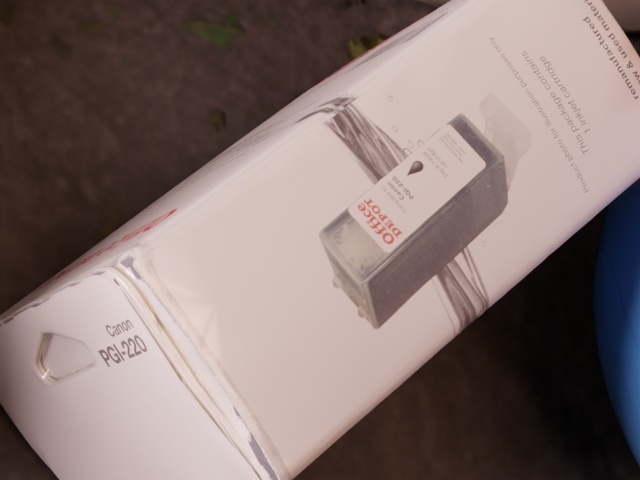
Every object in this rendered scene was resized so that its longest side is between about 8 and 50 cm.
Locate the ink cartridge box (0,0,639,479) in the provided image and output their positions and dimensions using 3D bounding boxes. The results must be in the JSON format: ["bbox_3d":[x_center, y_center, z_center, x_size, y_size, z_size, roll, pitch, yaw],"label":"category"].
[{"bbox_3d":[0.000,0.000,0.653,0.218,0.158,0.092,-36,96,-31],"label":"ink cartridge box"}]

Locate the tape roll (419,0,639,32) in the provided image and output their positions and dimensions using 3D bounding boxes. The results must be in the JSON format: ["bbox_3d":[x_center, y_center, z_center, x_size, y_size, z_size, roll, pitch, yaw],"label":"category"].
[{"bbox_3d":[0.176,-0.172,0.665,0.392,0.392,0.072,3,75,-28],"label":"tape roll"}]

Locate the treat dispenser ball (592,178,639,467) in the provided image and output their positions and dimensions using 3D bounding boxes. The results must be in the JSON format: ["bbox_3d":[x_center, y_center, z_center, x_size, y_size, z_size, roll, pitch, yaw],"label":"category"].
[{"bbox_3d":[0.253,0.021,0.711,0.288,0.288,0.288,8,73,-27],"label":"treat dispenser ball"}]
